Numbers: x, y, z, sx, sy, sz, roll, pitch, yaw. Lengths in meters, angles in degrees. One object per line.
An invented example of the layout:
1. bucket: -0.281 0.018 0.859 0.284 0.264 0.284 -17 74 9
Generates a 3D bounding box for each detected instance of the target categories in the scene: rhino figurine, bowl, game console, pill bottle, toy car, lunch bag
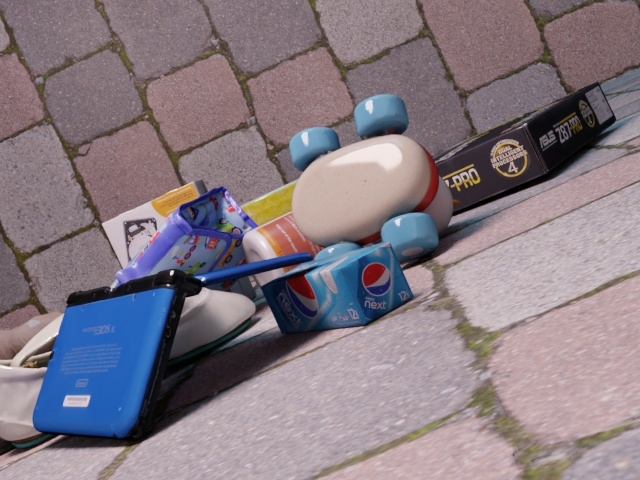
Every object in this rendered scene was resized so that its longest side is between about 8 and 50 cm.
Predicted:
1. rhino figurine: -0.416 0.165 1.275 0.073 0.106 0.243 6 17 42
2. bowl: -0.086 -0.032 2.105 0.289 0.156 0.289 -24 4 2
3. game console: -0.175 0.118 1.106 0.173 0.250 0.293 24 -21 -30
4. pill bottle: 0.000 0.000 1.481 0.216 0.121 0.121 -26 5 -20
5. toy car: 0.099 -0.048 1.372 0.210 0.219 0.238 -23 -25 26
6. lunch bag: -0.232 0.038 1.471 0.221 0.138 0.293 -47 -10 14

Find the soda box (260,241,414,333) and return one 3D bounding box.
1. soda box: 0.013 0.057 1.087 0.071 0.067 0.210 -27 4 -27

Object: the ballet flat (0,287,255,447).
1. ballet flat: -0.258 0.128 1.288 0.400 0.139 0.139 -27 5 -33

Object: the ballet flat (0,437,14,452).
1. ballet flat: -0.376 0.228 1.297 0.057 0.049 0.173 -20 7 41

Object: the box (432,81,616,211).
1. box: 0.310 -0.146 1.694 0.318 0.097 0.395 -25 4 37

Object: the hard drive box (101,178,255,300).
1. hard drive box: -0.244 0.034 1.690 0.181 0.232 0.089 -25 5 5
